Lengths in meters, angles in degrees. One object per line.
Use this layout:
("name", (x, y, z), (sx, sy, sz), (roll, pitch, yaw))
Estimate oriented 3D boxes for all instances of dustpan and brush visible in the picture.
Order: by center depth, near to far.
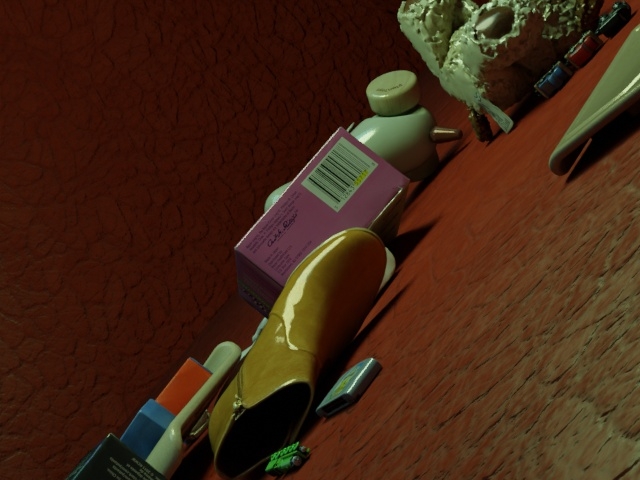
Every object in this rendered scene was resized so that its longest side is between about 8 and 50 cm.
("dustpan and brush", (-0.092, 0.160, 2.140), (0.147, 0.060, 0.211), (-51, 6, -37))

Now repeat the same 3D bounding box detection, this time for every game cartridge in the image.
("game cartridge", (0.029, 0.143, 1.447), (0.056, 0.017, 0.083), (-46, 3, -31))

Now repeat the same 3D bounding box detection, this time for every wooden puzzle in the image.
("wooden puzzle", (0.317, -0.177, 1.339), (0.221, 0.044, 0.239), (-52, 2, -39))
("wooden puzzle", (-0.249, 0.305, 2.008), (0.322, 0.080, 0.348), (-55, 3, 20))

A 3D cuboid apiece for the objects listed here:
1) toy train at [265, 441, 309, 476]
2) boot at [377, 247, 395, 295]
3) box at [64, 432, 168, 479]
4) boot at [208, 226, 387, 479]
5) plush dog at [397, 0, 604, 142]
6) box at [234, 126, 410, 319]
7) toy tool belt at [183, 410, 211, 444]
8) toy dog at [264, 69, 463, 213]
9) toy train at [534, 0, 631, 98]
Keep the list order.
("toy train", (-0.033, 0.213, 1.423), (0.024, 0.017, 0.083), (-61, 10, -25))
("boot", (0.018, 0.086, 1.785), (0.190, 0.069, 0.086), (-41, -7, -35))
("box", (-0.265, 0.359, 1.541), (0.270, 0.143, 0.165), (-51, 4, -28))
("boot", (-0.015, 0.124, 1.594), (0.295, 0.104, 0.211), (-53, 10, 3))
("plush dog", (0.268, -0.271, 1.978), (0.225, 0.211, 0.262), (-35, 29, -16))
("box", (0.000, 0.000, 1.939), (0.213, 0.117, 0.243), (-49, -10, -13))
("toy tool belt", (-0.202, 0.287, 2.240), (0.083, 0.052, 0.051), (-46, -27, -11))
("toy dog", (0.085, -0.107, 2.178), (0.161, 0.220, 0.334), (11, 62, 48))
("toy train", (0.323, -0.232, 1.815), (0.158, 0.027, 0.036), (-45, 16, 24))
